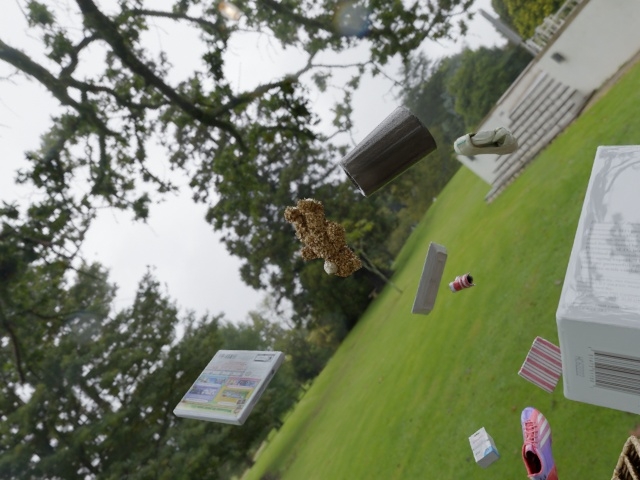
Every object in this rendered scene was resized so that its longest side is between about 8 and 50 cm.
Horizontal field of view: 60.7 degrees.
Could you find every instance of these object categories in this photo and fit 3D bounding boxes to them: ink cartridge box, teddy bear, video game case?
[{"bbox_3d":[0.374,0.474,1.253,0.048,0.028,0.083,-43,12,15],"label":"ink cartridge box"},{"bbox_3d":[0.000,0.000,1.943,0.245,0.338,0.113,-8,27,34],"label":"teddy bear"},{"bbox_3d":[-0.208,0.330,1.253,0.212,0.023,0.193,-7,33,36],"label":"video game case"}]

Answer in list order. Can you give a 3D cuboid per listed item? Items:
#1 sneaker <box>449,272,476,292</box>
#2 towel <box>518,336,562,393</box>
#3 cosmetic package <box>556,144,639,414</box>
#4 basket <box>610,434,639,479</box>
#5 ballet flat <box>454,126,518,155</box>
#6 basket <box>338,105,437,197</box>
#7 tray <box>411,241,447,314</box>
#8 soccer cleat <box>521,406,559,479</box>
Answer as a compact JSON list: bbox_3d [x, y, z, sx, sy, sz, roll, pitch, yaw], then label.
[{"bbox_3d":[0.421,0.118,1.583,0.067,0.042,0.118,-30,-6,30],"label":"sneaker"},{"bbox_3d":[0.888,0.493,2.174,0.197,0.144,0.029,-52,-18,-26],"label":"towel"},{"bbox_3d":[0.549,0.048,0.974,0.453,0.161,0.230,-56,-43,-36],"label":"cosmetic package"},{"bbox_3d":[0.941,0.766,1.618,0.213,0.223,0.299,-44,-8,20],"label":"basket"},{"bbox_3d":[0.517,-0.301,1.645,0.248,0.086,0.086,-13,-23,-26],"label":"ballet flat"},{"bbox_3d":[0.175,-0.237,1.504,0.227,0.154,0.204,-38,23,3],"label":"basket"},{"bbox_3d":[0.412,0.147,2.019,0.145,0.030,0.270,15,-90,-53],"label":"tray"},{"bbox_3d":[0.615,0.582,1.571,0.083,0.095,0.248,-41,27,35],"label":"soccer cleat"}]
